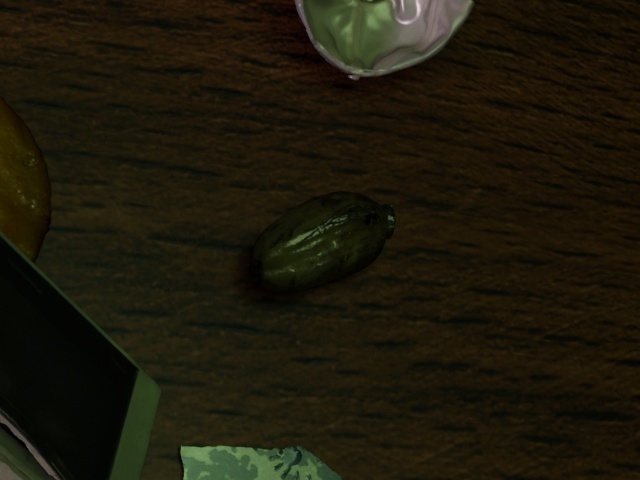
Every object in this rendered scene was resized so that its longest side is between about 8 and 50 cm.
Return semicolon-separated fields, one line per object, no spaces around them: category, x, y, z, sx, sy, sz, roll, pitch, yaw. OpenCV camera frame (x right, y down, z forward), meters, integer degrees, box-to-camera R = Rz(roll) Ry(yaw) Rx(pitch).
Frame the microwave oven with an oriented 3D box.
microwave oven;-0.373;0.126;1.440;0.394;0.333;0.247;48;24;-27

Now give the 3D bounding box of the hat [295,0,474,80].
hat;0.051;-0.302;1.995;0.219;0.164;0.226;17;27;-15

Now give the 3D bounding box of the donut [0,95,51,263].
donut;-0.405;-0.045;1.660;0.303;0.110;0.303;25;50;-33

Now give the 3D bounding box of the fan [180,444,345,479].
fan;-0.040;0.272;1.793;0.240;0.009;0.131;22;66;-14

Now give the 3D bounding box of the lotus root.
lotus root;0.000;0.000;1.863;0.179;0.080;0.089;-22;103;-22
